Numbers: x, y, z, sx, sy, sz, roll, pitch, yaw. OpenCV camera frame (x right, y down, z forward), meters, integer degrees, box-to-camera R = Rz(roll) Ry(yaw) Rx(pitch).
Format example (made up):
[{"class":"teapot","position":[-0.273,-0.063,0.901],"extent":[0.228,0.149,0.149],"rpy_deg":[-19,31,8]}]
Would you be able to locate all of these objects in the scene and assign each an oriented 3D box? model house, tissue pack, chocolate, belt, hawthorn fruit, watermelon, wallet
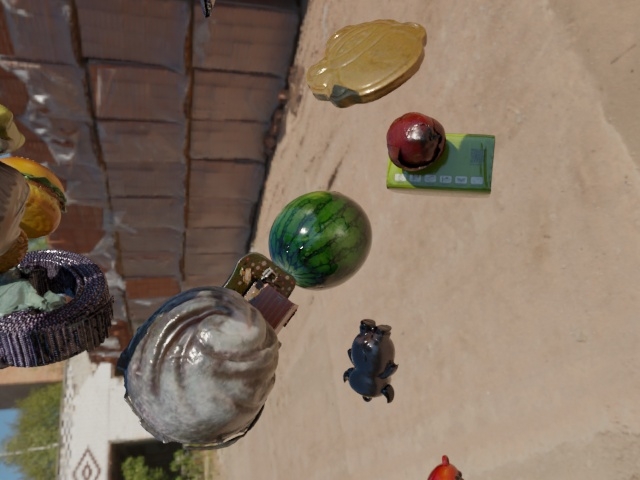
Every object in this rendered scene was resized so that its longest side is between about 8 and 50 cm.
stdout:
[{"class":"model house","position":[-0.181,0.201,1.499],"extent":[0.294,0.207,0.154],"rpy_deg":[-53,35,-5]},{"class":"tissue pack","position":[0.335,-0.207,1.532],"extent":[0.200,0.274,0.168],"rpy_deg":[1,-85,-74]},{"class":"chocolate","position":[-0.202,0.211,1.029],"extent":[0.213,0.303,0.303],"rpy_deg":[-54,38,45]},{"class":"belt","position":[-0.579,0.128,1.149],"extent":[0.324,0.260,0.122],"rpy_deg":[34,133,41]},{"class":"hawthorn fruit","position":[0.243,-0.245,1.366],"extent":[0.172,0.148,0.148],"rpy_deg":[6,96,58]},{"class":"watermelon","position":[0.000,0.000,1.861],"extent":[0.363,0.362,0.364],"rpy_deg":[179,90,-74]},{"class":"wallet","position":[-0.207,-0.518,1.041],"extent":[0.111,0.030,0.166],"rpy_deg":[-144,59,-79]}]

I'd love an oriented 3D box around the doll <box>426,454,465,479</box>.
[{"class":"doll","position":[0.251,0.552,1.141],"extent":[0.183,0.085,0.217],"rpy_deg":[25,-102,-66]}]

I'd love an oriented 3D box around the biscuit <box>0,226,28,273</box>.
[{"class":"biscuit","position":[-0.686,0.018,1.036],"extent":[0.254,0.253,0.035],"rpy_deg":[116,139,-56]}]

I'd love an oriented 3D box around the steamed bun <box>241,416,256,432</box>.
[{"class":"steamed bun","position":[-0.220,0.319,1.252],"extent":[0.144,0.217,0.211],"rpy_deg":[46,-134,-46]}]

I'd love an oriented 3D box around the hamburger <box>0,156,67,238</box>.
[{"class":"hamburger","position":[-0.811,-0.128,1.507],"extent":[0.246,0.245,0.170],"rpy_deg":[112,159,-53]}]

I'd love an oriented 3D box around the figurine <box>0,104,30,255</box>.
[{"class":"figurine","position":[-0.544,-0.006,0.737],"extent":[0.361,0.266,0.378],"rpy_deg":[127,136,-84]}]

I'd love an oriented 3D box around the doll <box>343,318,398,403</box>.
[{"class":"doll","position":[0.152,0.365,1.656],"extent":[0.181,0.117,0.258],"rpy_deg":[16,116,37]}]

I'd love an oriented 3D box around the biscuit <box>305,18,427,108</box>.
[{"class":"biscuit","position":[0.110,-0.489,1.504],"extent":[0.351,0.312,0.057],"rpy_deg":[33,165,43]}]
